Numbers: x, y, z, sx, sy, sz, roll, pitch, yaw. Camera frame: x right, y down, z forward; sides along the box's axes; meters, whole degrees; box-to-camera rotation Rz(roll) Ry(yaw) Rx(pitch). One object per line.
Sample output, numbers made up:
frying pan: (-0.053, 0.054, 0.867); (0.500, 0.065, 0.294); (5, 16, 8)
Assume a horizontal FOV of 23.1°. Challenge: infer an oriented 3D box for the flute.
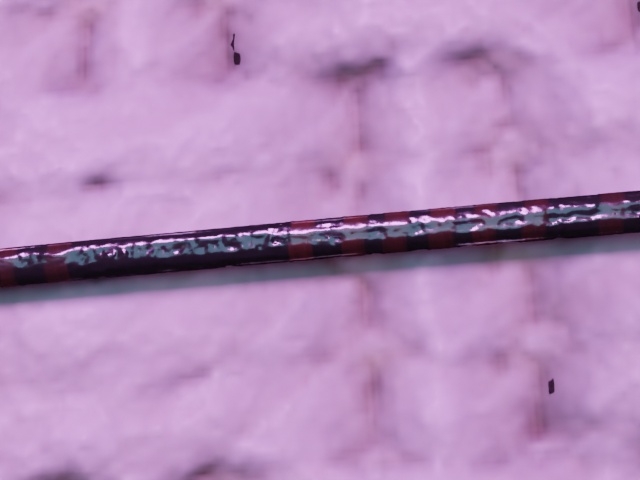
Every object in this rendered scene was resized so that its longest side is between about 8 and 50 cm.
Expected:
flute: (0.000, 0.000, 0.470); (0.270, 0.014, 0.014); (-5, 71, 6)
